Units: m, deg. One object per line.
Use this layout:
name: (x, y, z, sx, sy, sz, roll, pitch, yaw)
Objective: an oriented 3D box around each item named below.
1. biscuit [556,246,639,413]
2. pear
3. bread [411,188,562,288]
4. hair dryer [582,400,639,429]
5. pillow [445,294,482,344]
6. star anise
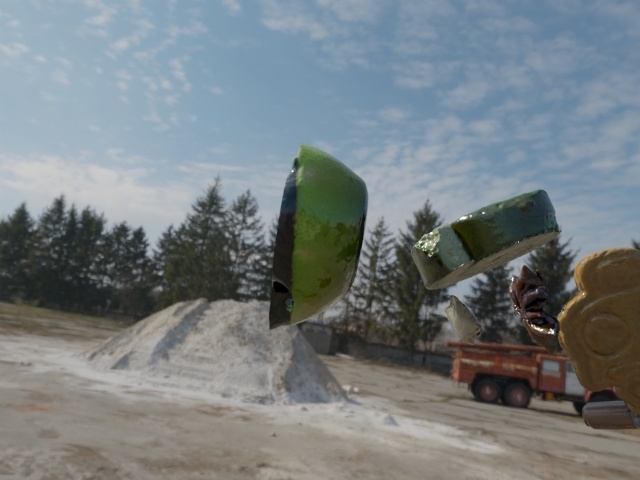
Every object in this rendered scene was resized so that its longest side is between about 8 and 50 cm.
biscuit: (0.658, 0.199, 1.081, 0.269, 0.376, 0.051, -16, 6, 10)
pear: (0.004, -0.003, 1.065, 0.165, 0.399, 0.399, 9, -11, 0)
bread: (0.416, 0.003, 1.301, 0.381, 0.129, 0.366, -12, -18, -31)
hair dryer: (0.732, 0.415, 1.218, 0.181, 0.064, 0.117, 3, -19, -39)
pillow: (0.394, 0.222, 1.393, 0.038, 0.131, 0.233, -31, -23, -5)
star anise: (0.396, 0.129, 0.932, 0.057, 0.168, 0.168, -12, -14, 5)
